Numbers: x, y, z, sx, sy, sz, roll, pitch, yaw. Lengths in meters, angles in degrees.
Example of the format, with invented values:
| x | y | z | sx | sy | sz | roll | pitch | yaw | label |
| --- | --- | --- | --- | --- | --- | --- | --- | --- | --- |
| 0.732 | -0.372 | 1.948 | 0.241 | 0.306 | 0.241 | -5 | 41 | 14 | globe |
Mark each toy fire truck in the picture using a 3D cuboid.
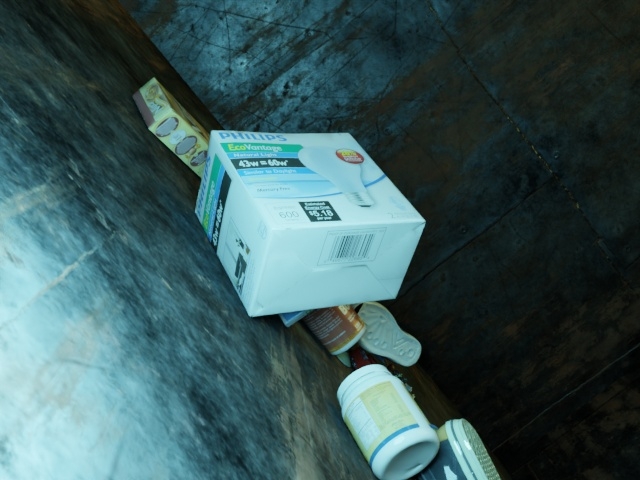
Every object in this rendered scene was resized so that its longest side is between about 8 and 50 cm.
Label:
| x | y | z | sx | sy | sz | roll | pitch | yaw | label |
| --- | --- | --- | --- | --- | --- | --- | --- | --- | --- |
| 0.139 | 0.376 | 2.094 | 0.135 | 0.047 | 0.192 | 52 | 5 | -35 | toy fire truck |

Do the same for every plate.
| x | y | z | sx | sy | sz | roll | pitch | yaw | label |
| --- | --- | --- | --- | --- | --- | --- | --- | --- | --- |
| 0.033 | 0.271 | 2.027 | 0.188 | 0.024 | 0.188 | 51 | 5 | -6 | plate |

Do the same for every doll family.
| x | y | z | sx | sy | sz | roll | pitch | yaw | label |
| --- | --- | --- | --- | --- | --- | --- | --- | --- | --- |
| 0.249 | 0.469 | 2.361 | 0.111 | 0.076 | 0.193 | 47 | -1 | -1 | doll family |

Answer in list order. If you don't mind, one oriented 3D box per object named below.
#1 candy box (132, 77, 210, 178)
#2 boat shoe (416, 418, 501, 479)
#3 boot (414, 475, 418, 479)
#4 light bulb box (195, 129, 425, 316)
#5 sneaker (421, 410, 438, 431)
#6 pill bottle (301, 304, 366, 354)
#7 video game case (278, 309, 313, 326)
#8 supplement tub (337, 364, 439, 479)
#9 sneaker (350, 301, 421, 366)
| x | y | z | sx | sy | sz | roll | pitch | yaw | label |
| --- | --- | --- | --- | --- | --- | --- | --- | --- | --- |
| -0.372 | -0.288 | 2.031 | 0.316 | 0.087 | 0.183 | 47 | 6 | -47 | candy box |
| 0.325 | 0.606 | 1.428 | 0.187 | 0.156 | 0.500 | 29 | 34 | -64 | boat shoe |
| 0.232 | 0.516 | 1.686 | 0.179 | 0.085 | 0.236 | 49 | 1 | 27 | boot |
| -0.036 | -0.052 | 1.556 | 0.357 | 0.225 | 0.361 | -4 | 39 | -30 | light bulb box |
| 0.288 | 0.548 | 2.211 | 0.078 | 0.067 | 0.188 | 21 | -20 | 52 | sneaker |
| 0.009 | 0.180 | 1.882 | 0.216 | 0.121 | 0.121 | 51 | 4 | -8 | pill bottle |
| -0.047 | 0.072 | 1.708 | 0.212 | 0.193 | 0.023 | 54 | -3 | 37 | video game case |
| 0.130 | 0.361 | 1.454 | 0.144 | 0.144 | 0.200 | 47 | 6 | -46 | supplement tub |
| 0.130 | 0.247 | 2.135 | 0.322 | 0.130 | 0.236 | 38 | -9 | -37 | sneaker |
